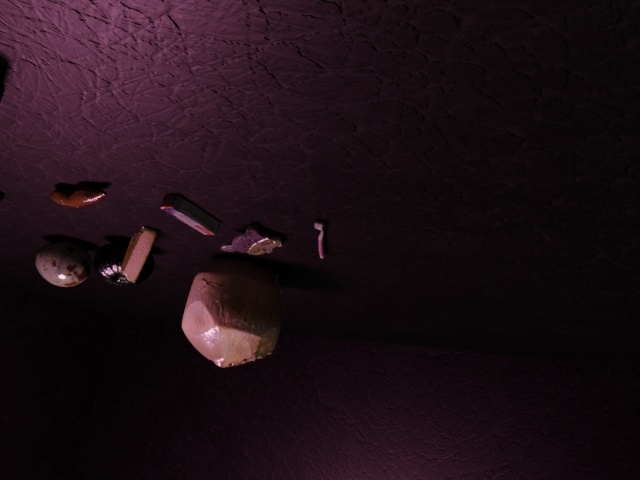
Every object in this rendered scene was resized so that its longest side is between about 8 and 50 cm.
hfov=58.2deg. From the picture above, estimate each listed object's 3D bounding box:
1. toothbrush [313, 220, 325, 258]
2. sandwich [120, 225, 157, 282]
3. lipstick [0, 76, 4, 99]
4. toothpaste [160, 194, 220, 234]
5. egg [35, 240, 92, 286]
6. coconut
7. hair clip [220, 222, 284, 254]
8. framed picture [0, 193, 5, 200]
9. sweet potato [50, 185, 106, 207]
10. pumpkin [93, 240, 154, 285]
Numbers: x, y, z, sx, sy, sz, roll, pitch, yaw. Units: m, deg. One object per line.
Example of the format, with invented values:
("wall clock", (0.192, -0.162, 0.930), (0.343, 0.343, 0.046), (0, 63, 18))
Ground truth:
("toothbrush", (0.000, 0.000, 1.557), (0.025, 0.020, 0.286), (17, 163, 7))
("sandwich", (-0.578, 0.051, 1.810), (0.058, 0.162, 0.193), (22, 158, -24))
("lipstick", (-0.683, -0.235, 1.118), (0.077, 0.077, 0.419), (22, 161, -32))
("toothpaste", (-0.338, -0.065, 1.514), (0.047, 0.040, 0.196), (4, 162, 26))
("egg", (-0.945, 0.082, 2.103), (0.231, 0.169, 0.169), (12, 165, 24))
("coconut", (-0.294, 0.258, 1.969), (0.347, 0.359, 0.346), (11, 161, 4))
("hair clip", (-0.190, 0.006, 1.631), (0.146, 0.056, 0.187), (15, 160, -37))
("framed picture", (-1.110, -0.067, 1.664), (0.325, 0.240, 0.020), (3, 128, 25))
("sweet potato", (-0.625, -0.114, 1.498), (0.219, 0.051, 0.065), (0, 158, 29))
("pumpkin", (-0.677, 0.076, 1.985), (0.202, 0.140, 0.202), (-3, 154, -1))
